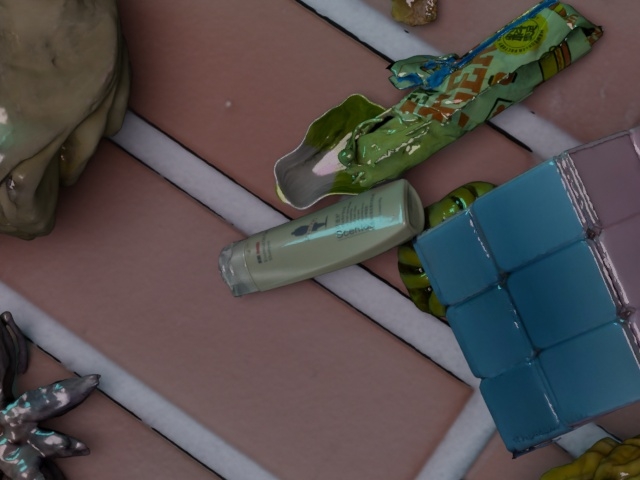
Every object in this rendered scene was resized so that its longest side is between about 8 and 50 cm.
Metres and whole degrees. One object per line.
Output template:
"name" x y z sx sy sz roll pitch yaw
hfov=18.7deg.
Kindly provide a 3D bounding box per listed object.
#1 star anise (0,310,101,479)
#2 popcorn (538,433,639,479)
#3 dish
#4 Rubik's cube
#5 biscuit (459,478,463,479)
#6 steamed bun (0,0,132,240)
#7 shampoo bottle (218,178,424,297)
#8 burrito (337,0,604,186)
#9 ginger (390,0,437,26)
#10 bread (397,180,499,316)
"star anise" -0.321 0.185 1.968 0.229 0.093 0.236 -31 81 10
"popcorn" 0.283 0.300 1.783 0.270 0.224 0.258 19 109 3
"dish" 0.017 -0.080 1.931 0.137 0.039 0.091 -32 84 7
"Rubik's cube" 0.261 0.034 1.744 0.231 0.221 0.224 -31 81 52
"biscuit" 0.108 0.352 1.917 0.203 0.016 0.144 -40 82 9
"steamed bun" -0.301 -0.166 1.900 0.346 0.237 0.394 54 131 29
"shampoo bottle" 0.000 0.000 1.901 0.212 0.049 0.072 -20 55 24
"burrito" 0.134 -0.154 1.885 0.288 0.054 0.104 -34 57 -3
"ginger" 0.092 -0.296 1.909 0.096 0.067 0.165 -19 98 11
"bread" 0.141 0.011 1.890 0.139 0.071 0.130 -14 91 11
